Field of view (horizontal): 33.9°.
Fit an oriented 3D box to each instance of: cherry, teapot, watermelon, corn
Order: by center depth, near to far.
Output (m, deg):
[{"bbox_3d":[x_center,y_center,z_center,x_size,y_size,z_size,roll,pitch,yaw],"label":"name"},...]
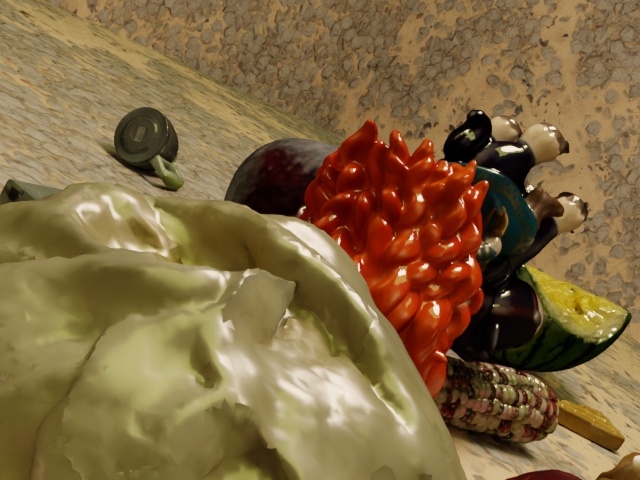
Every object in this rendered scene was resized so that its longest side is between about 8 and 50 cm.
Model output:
[{"bbox_3d":[0.180,0.189,1.261,0.281,0.092,0.092,16,17,-38],"label":"corn"},{"bbox_3d":[0.000,0.000,1.286,0.255,0.218,0.296,31,-4,24],"label":"cherry"},{"bbox_3d":[-0.257,-0.132,1.610,0.092,0.124,0.091,-8,-21,18],"label":"teapot"},{"bbox_3d":[0.314,0.113,1.709,0.331,0.189,0.331,30,-7,4],"label":"watermelon"}]

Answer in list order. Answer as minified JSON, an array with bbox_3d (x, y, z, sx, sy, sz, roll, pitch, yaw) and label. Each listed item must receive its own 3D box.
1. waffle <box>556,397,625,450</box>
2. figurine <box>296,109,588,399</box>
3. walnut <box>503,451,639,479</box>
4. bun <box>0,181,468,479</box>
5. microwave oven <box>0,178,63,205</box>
[{"bbox_3d":[0.369,0.252,1.613,0.191,0.032,0.125,30,12,-12],"label":"waffle"},{"bbox_3d":[0.115,0.023,1.096,0.412,0.306,0.241,-12,34,-43],"label":"figurine"},{"bbox_3d":[0.172,0.227,0.595,0.222,0.243,0.269,30,6,-25],"label":"walnut"},{"bbox_3d":[-0.061,0.102,0.520,0.365,0.219,0.365,27,22,-12],"label":"bun"},{"bbox_3d":[-0.155,0.063,0.802,0.208,0.122,0.162,35,12,26],"label":"microwave oven"}]
